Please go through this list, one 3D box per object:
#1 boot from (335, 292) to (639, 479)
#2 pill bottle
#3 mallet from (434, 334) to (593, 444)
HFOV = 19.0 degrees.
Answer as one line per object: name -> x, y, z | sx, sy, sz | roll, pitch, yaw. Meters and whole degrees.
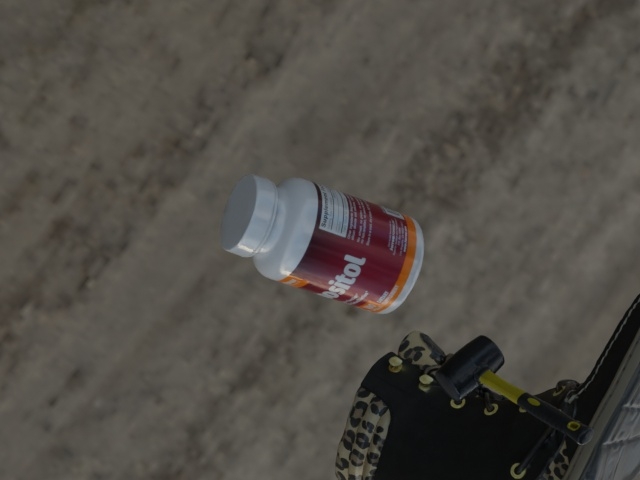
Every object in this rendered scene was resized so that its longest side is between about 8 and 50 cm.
boot -> 0.193, 0.174, 1.960 | 0.138, 0.284, 0.377 | 8, 110, -54
pill bottle -> 0.000, 0.000, 1.542 | 0.152, 0.086, 0.086 | 19, 102, -24
mallet -> 0.170, 0.145, 1.708 | 0.062, 0.190, 0.039 | -34, 123, -10
